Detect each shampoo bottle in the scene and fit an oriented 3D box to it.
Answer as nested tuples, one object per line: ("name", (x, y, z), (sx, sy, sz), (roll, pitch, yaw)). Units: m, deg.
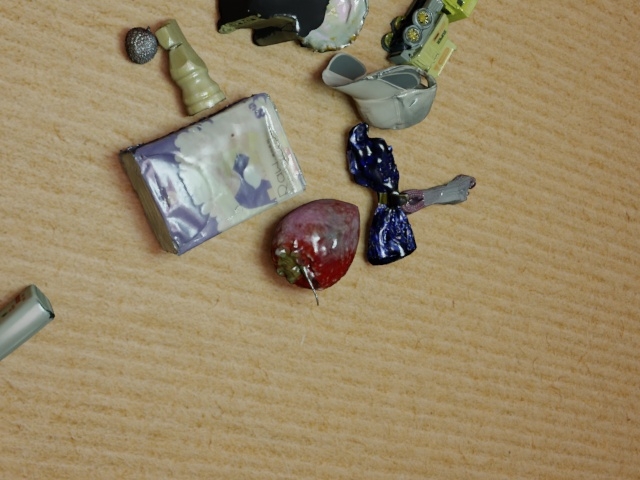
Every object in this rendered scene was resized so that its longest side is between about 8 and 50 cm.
("shampoo bottle", (-0.645, 0.203, 1.663), (0.284, 0.153, 0.071), (-39, 112, -13))

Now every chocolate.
("chocolate", (0.148, -0.115, 2.046), (0.126, 0.148, 0.343), (-22, 104, -42))

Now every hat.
("hat", (0.133, -0.338, 1.979), (0.275, 0.232, 0.160), (4, 100, -42))

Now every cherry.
("cherry", (0.000, 0.000, 1.951), (0.192, 0.175, 0.250), (47, 70, -4))

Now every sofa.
("sofa", (-0.098, -0.557, 1.871), (0.182, 0.200, 0.258), (1, 92, -38))

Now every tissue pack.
("tissue pack", (-0.223, -0.149, 1.858), (0.344, 0.125, 0.242), (-29, 105, -25))

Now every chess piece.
("chess piece", (-0.286, -0.371, 1.839), (0.090, 0.090, 0.200), (-32, 104, -22))

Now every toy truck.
("toy truck", (0.276, -0.525, 2.091), (0.157, 0.124, 0.272), (35, 78, -24))

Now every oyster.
("oyster", (0.016, -0.556, 1.982), (0.198, 0.092, 0.259), (20, 93, -27))

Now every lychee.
("lychee", (-0.373, -0.409, 1.802), (0.067, 0.068, 0.083), (13, 92, 16))

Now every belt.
("belt", (0.287, -0.111, 2.162), (0.232, 0.053, 0.071), (-16, 93, -25))
